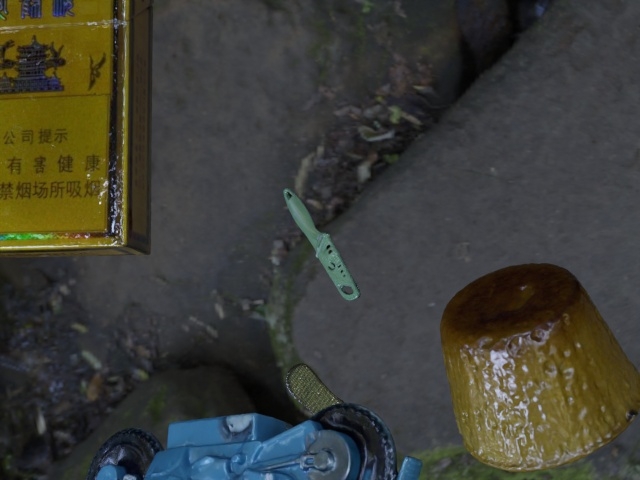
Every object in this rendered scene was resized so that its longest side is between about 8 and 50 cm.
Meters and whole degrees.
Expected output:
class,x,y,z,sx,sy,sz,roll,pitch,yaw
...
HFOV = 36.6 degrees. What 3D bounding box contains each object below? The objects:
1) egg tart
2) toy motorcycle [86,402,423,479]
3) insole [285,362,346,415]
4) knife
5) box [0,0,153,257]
class,x,y,z,sx,sy,sz,roll,pitch,yaw
egg tart,0.217,0.119,0.990,0.202,0.202,0.147,-8,117,31
toy motorcycle,-0.058,0.200,0.616,0.272,0.123,0.182,-14,64,31
insole,0.028,0.342,1.902,0.253,0.086,0.005,44,157,-8
knife,-0.001,-0.001,1.680,0.043,0.019,0.293,-46,49,19
box,-0.265,-0.135,0.935,0.192,0.084,0.302,-1,83,7
